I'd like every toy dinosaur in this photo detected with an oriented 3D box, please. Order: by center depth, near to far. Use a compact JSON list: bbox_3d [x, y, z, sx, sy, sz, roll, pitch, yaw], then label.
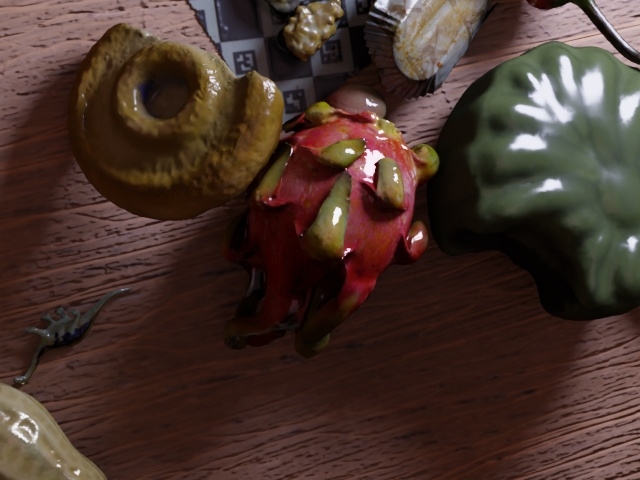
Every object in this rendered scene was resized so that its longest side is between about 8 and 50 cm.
[{"bbox_3d":[-0.315,0.104,1.422,0.180,0.037,0.058,-37,123,-3],"label":"toy dinosaur"}]

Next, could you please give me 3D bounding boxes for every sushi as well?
[{"bbox_3d":[-0.022,-0.334,1.464,0.292,0.059,0.294,-37,100,-9],"label":"sushi"}]

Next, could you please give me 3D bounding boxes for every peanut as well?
[{"bbox_3d":[-0.337,0.304,1.379,0.147,0.147,0.305,-41,105,-9],"label":"peanut"}]

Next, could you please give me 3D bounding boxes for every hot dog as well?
[{"bbox_3d":[0.144,-0.308,1.477,0.270,0.082,0.162,-56,130,-18],"label":"hot dog"}]

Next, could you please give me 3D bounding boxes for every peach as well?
[{"bbox_3d":[0.044,-0.160,1.474,0.083,0.083,0.083,-1,92,-14],"label":"peach"}]

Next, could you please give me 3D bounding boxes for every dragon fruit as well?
[{"bbox_3d":[0.003,-0.011,1.406,0.227,0.243,0.307,29,125,-11],"label":"dragon fruit"}]

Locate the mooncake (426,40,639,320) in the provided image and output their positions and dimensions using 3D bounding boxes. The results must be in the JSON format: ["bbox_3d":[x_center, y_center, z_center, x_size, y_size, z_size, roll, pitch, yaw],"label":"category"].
[{"bbox_3d":[0.315,-0.076,1.453,0.351,0.187,0.351,6,73,-19],"label":"mooncake"}]

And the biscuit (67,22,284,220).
[{"bbox_3d":[-0.184,-0.131,1.351,0.274,0.091,0.213,18,86,20],"label":"biscuit"}]

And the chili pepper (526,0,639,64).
[{"bbox_3d":[0.303,-0.368,1.475,0.131,0.134,0.338,-6,83,-33],"label":"chili pepper"}]
